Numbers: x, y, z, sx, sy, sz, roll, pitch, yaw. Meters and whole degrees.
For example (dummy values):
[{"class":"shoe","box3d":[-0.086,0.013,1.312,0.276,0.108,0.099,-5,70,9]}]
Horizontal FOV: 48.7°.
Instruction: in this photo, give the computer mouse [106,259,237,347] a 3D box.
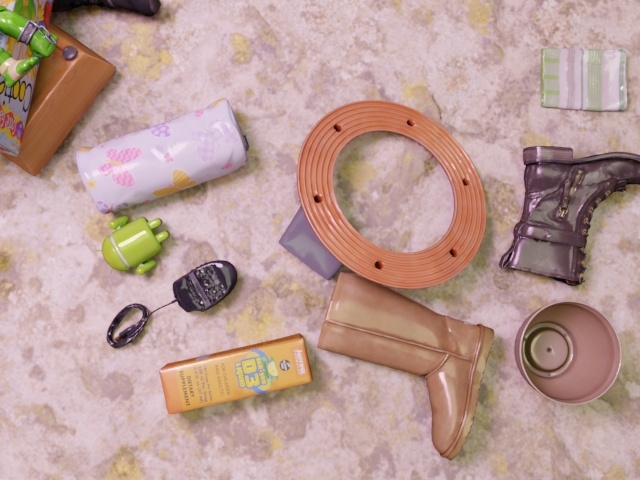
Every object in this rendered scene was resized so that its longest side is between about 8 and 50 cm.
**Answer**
[{"class":"computer mouse","box3d":[-0.244,0.105,1.165,0.242,0.041,0.071,-27,87,1]}]

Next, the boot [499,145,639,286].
[{"class":"boot","box3d":[0.441,-0.036,1.199,0.263,0.091,0.229,5,89,1]}]

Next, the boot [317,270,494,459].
[{"class":"boot","box3d":[0.123,0.202,1.150,0.269,0.089,0.236,18,74,0]}]

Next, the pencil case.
[{"class":"pencil case","box3d":[-0.254,-0.139,1.150,0.273,0.113,0.124,-22,75,-5]}]

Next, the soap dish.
[{"class":"soap dish","box3d":[-0.521,-0.281,1.148,0.291,0.118,0.229,35,83,2]}]

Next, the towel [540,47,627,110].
[{"class":"towel","box3d":[0.466,-0.287,1.250,0.152,0.023,0.113,2,83,-3]}]

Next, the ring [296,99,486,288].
[{"class":"ring","box3d":[0.118,-0.078,1.155,0.337,0.032,0.336,7,67,-18]}]

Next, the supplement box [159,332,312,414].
[{"class":"supplement box","box3d":[-0.133,0.212,1.135,0.233,0.080,0.078,-13,87,-7]}]

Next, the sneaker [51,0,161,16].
[{"class":"sneaker","box3d":[-0.408,-0.426,1.194,0.283,0.107,0.124,29,98,4]}]

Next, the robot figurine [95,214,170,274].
[{"class":"robot figurine","box3d":[-0.304,0.005,1.153,0.115,0.067,0.101,-31,98,-6]}]

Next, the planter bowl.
[{"class":"planter bowl","box3d":[0.386,0.180,1.150,0.162,0.109,0.162,0,83,-4]}]

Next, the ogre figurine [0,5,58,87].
[{"class":"ogre figurine","box3d":[-0.450,-0.232,0.901,0.197,0.097,0.118,-39,108,6]}]

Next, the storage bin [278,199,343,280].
[{"class":"storage bin","box3d":[0.000,0.000,1.162,0.135,0.098,0.091,36,93,1]}]

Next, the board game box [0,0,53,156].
[{"class":"board game box","box3d":[-0.497,-0.280,1.017,0.144,0.142,0.275,11,83,-4]}]
